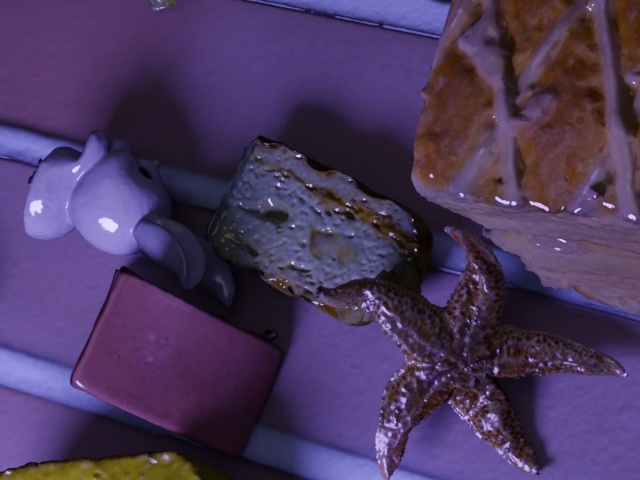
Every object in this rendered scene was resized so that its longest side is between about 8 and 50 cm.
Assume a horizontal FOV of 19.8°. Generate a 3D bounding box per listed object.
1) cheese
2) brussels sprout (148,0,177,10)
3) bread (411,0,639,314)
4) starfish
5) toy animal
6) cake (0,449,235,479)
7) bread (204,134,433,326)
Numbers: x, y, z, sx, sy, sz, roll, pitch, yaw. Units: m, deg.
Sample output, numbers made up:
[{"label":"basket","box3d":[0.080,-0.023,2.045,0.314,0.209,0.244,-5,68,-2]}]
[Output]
[{"label":"cheese","box3d":[-0.162,0.093,1.679,0.203,0.177,0.128,23,83,24]},{"label":"brussels sprout","box3d":[-0.153,-0.284,1.860,0.085,0.058,0.085,-10,54,14]},{"label":"bread","box3d":[0.311,-0.147,1.523,0.371,0.279,0.390,9,78,25]},{"label":"starfish","box3d":[0.121,0.107,1.601,0.277,0.062,0.235,15,96,-5]},{"label":"toy animal","box3d":[-0.167,-0.026,1.758,0.221,0.103,0.130,21,72,20]},{"label":"cake","box3d":[-0.188,0.293,1.648,0.261,0.156,0.179,-9,65,19]},{"label":"bread","box3d":[0.000,0.000,1.703,0.232,0.088,0.128,27,75,30]}]
